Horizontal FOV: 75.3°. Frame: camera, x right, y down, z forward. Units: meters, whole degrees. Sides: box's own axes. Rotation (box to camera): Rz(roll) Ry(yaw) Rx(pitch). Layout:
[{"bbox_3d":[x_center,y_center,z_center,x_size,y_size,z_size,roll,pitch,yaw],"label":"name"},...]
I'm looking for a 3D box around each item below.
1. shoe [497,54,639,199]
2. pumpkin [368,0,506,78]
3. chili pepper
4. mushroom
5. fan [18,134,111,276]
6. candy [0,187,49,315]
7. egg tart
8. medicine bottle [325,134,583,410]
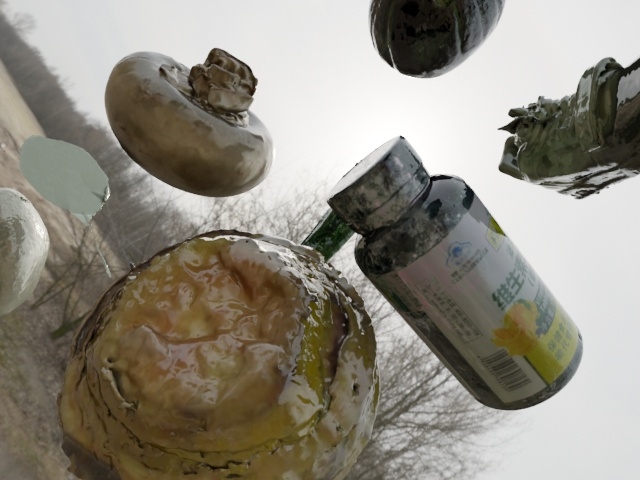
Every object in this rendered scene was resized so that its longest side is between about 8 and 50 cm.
[{"bbox_3d":[0.292,-0.131,0.491,0.149,0.109,0.293,16,-9,15],"label":"shoe"},{"bbox_3d":[0.248,-0.526,0.905,0.315,0.315,0.238,40,-4,37],"label":"pumpkin"},{"bbox_3d":[0.000,0.000,0.710,0.059,0.227,0.088,49,-6,-26],"label":"chili pepper"},{"bbox_3d":[-0.158,-0.161,0.545,0.226,0.226,0.178,43,-65,32],"label":"mushroom"},{"bbox_3d":[-0.465,-0.066,0.802,0.311,0.010,0.182,64,22,10],"label":"fan"},{"bbox_3d":[-0.713,0.027,0.913,0.296,0.295,0.185,50,18,18],"label":"candy"},{"bbox_3d":[-0.105,0.109,0.429,0.352,0.351,0.150,46,-26,27],"label":"egg tart"},{"bbox_3d":[0.135,0.033,0.440,0.293,0.141,0.141,48,-19,-11],"label":"medicine bottle"}]
